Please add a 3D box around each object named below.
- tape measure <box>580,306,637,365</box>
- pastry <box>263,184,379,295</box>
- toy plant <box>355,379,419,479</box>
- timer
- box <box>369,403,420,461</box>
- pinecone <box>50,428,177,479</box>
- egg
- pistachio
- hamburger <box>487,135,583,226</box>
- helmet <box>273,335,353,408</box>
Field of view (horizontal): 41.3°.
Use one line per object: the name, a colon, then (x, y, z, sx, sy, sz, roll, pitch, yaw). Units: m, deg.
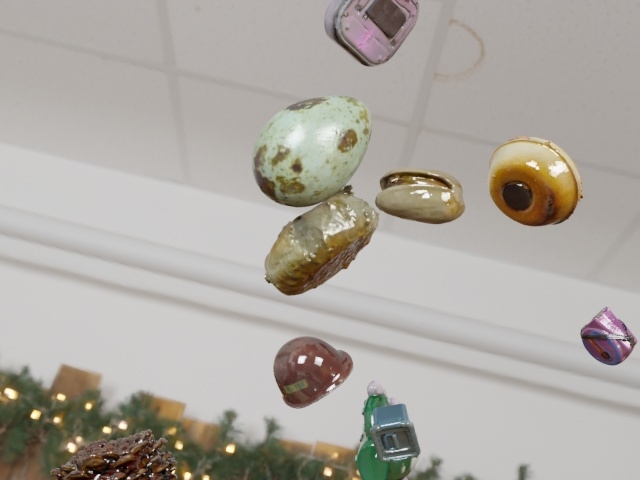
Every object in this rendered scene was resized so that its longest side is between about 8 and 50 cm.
tape measure: (0.658, 0.222, 1.936, 0.118, 0.074, 0.125, 47, -25, 12)
pastry: (-0.005, 0.003, 1.643, 0.120, 0.257, 0.236, 52, 9, 13)
toy plant: (0.132, 0.406, 1.652, 0.113, 0.232, 0.243, -9, -31, 18)
timer: (0.114, -0.479, 1.818, 0.208, 0.190, 0.069, 28, 11, -45)
box: (0.124, 0.322, 1.433, 0.074, 0.054, 0.099, -12, -51, 6)
pinecone: (-0.329, 0.422, 1.389, 0.222, 0.221, 0.221, 12, -28, 6)
egg: (-0.011, -0.156, 1.441, 0.169, 0.231, 0.169, 51, -8, 10)
pistachio: (0.229, -0.099, 1.941, 0.206, 0.129, 0.131, 7, -44, 20)
hamburger: (0.491, -0.133, 1.945, 0.237, 0.147, 0.236, 30, -38, 27)
helmet: (-0.029, 0.255, 1.755, 0.175, 0.155, 0.106, -12, -55, 35)
